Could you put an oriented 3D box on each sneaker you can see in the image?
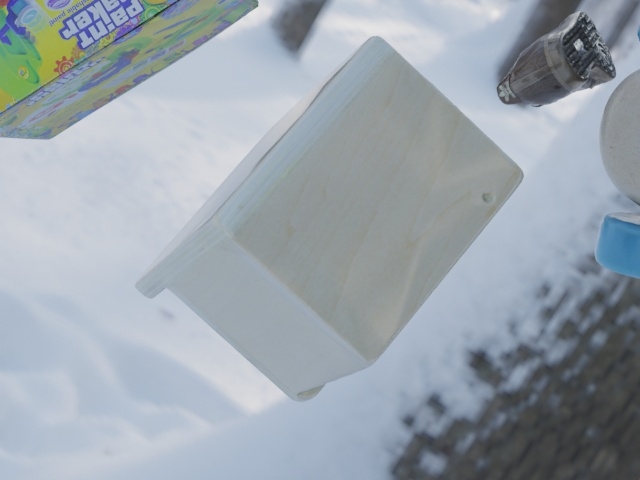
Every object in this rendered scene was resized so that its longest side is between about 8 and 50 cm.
[{"bbox_3d":[0.197,-0.150,1.512,0.066,0.071,0.188,66,22,2],"label":"sneaker"}]

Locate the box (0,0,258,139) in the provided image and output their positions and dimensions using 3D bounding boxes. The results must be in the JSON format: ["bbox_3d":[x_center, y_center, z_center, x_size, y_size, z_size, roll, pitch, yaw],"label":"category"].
[{"bbox_3d":[-0.248,-0.252,1.852,0.177,0.290,0.279,59,8,2],"label":"box"}]

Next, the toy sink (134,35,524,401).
[{"bbox_3d":[0.000,0.000,1.095,0.131,0.153,0.234,43,-20,-6],"label":"toy sink"}]

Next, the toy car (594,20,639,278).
[{"bbox_3d":[0.362,-0.073,1.421,0.210,0.219,0.238,18,14,39],"label":"toy car"}]
